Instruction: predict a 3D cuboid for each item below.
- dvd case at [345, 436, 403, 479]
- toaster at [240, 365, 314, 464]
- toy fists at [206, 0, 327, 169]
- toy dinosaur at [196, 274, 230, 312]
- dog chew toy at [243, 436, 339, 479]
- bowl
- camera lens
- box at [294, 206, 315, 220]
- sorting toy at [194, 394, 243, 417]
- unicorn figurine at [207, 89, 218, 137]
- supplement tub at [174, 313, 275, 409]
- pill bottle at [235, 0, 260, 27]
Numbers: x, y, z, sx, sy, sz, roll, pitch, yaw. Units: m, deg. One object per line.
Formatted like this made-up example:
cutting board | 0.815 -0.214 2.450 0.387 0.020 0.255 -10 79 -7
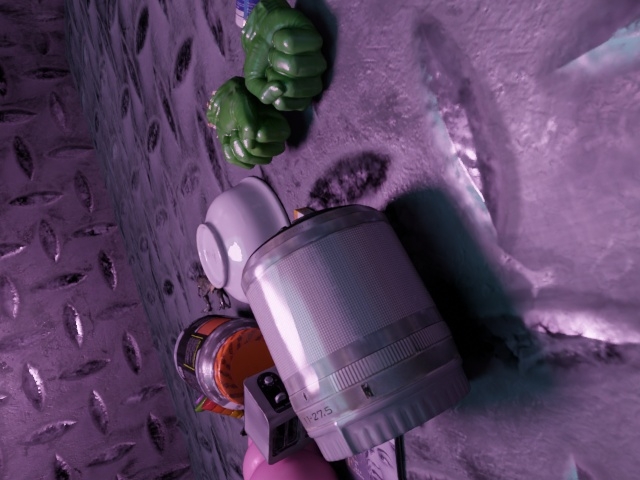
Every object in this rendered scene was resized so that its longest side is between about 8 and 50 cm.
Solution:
dvd case | 0.093 0.405 0.858 0.165 0.018 0.221 18 119 55
toaster | -0.066 0.341 0.939 0.110 0.168 0.185 40 136 42
toy fists | -0.091 -0.233 0.739 0.142 0.096 0.279 51 130 13
toy dinosaur | -0.321 0.151 1.376 0.268 0.064 0.118 -14 85 56
dog chew toy | -0.080 0.511 1.021 0.332 0.207 0.206 -134 37 -64
bowl | -0.179 0.017 1.003 0.298 0.134 0.297 31 129 48
camera lens | 0.038 0.107 0.604 0.274 0.220 0.219 63 148 17
box | 0.000 0.000 0.804 0.136 0.028 0.081 32 130 51
sorting toy | -0.349 0.576 1.618 0.126 0.127 0.365 41 150 -4
unicorn figurine | -0.167 -0.249 0.914 0.162 0.111 0.060 106 180 -74
supplement tub | -0.221 0.288 1.129 0.338 0.207 0.207 -11 95 60
pill bottle | -0.099 -0.402 0.731 0.067 0.067 0.120 47 141 37
